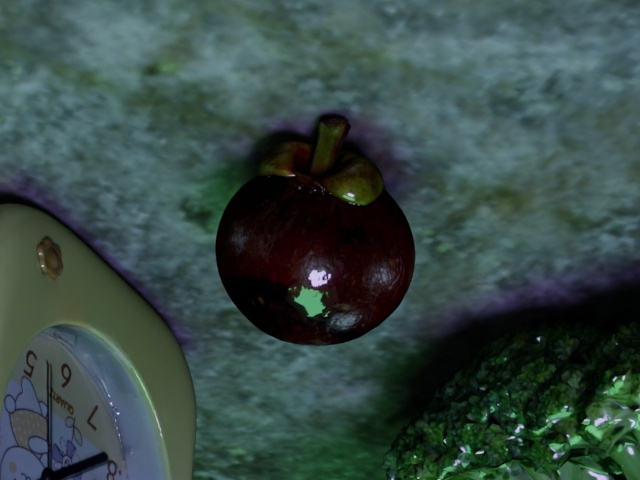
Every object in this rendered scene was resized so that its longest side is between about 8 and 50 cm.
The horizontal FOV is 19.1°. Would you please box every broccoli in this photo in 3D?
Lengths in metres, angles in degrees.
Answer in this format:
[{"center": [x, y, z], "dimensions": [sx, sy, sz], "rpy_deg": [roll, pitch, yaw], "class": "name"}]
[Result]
[{"center": [0.134, 0.162, 0.862], "dimensions": [0.269, 0.241, 0.261], "rpy_deg": [-32, 118, 6], "class": "broccoli"}]

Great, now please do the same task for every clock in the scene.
[{"center": [-0.127, 0.113, 0.803], "dimensions": [0.069, 0.232, 0.170], "rpy_deg": [-10, 144, 24], "class": "clock"}]

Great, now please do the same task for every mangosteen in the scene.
[{"center": [-0.001, 0.003, 0.752], "dimensions": [0.081, 0.081, 0.081], "rpy_deg": [4, 148, 3], "class": "mangosteen"}]
